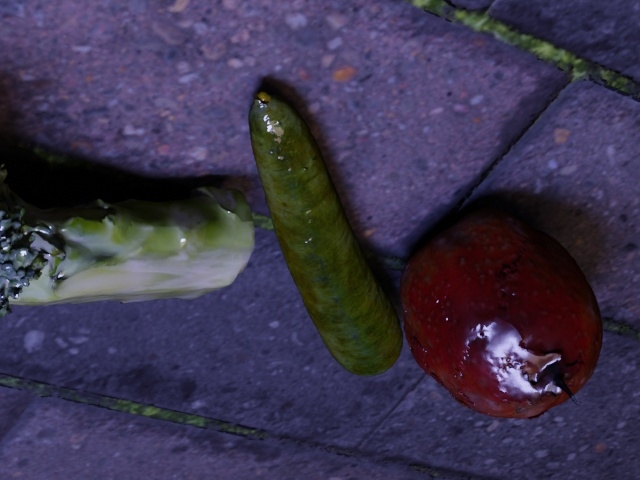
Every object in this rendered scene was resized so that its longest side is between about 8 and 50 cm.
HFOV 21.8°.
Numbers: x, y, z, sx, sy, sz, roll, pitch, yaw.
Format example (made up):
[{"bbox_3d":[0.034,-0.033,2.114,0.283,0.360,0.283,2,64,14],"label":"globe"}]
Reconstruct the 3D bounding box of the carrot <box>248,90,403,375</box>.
[{"bbox_3d":[0.000,0.000,1.432,0.074,0.074,0.358,-24,138,1],"label":"carrot"}]

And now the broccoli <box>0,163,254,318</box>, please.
[{"bbox_3d":[-0.206,-0.001,1.257,0.361,0.221,0.252,-17,146,-23],"label":"broccoli"}]

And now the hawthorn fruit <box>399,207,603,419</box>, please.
[{"bbox_3d":[0.167,0.083,1.473,0.181,0.235,0.181,-10,127,-13],"label":"hawthorn fruit"}]
